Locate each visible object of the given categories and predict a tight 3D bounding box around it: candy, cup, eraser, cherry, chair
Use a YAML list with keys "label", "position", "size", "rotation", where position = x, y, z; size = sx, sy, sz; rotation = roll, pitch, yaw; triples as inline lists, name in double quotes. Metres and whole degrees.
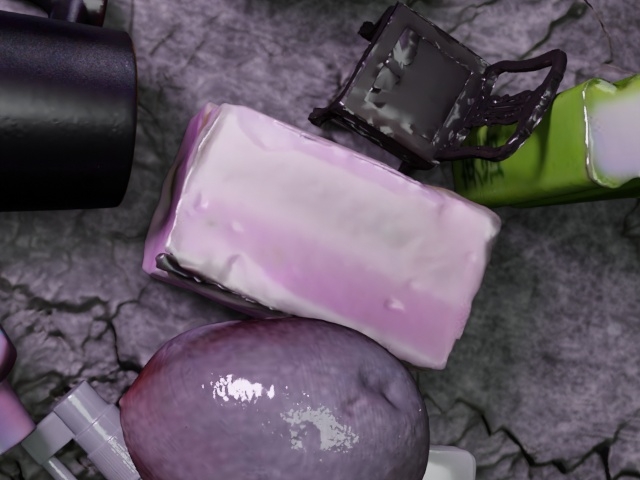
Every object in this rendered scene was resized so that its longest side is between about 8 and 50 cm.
- label: "candy"
  position: [0.000, 0.000, 1.209]
  size: [0.265, 0.116, 0.155]
  rotation: [21, 81, -11]
- label: "cup"
  position: [-0.239, -0.136, 1.137]
  size: [0.177, 0.166, 0.239]
  rotation: [2, 87, -17]
- label: "eraser"
  position: [0.248, -0.077, 1.194]
  size: [0.210, 0.274, 0.092]
  rotation: [-6, 89, -14]
- label: "cherry"
  position: [-0.024, 0.154, 1.115]
  size: [0.266, 0.183, 0.213]
  rotation: [21, 126, -20]
- label: "chair"
  position: [0.090, -0.124, 1.183]
  size: [0.113, 0.229, 0.106]
  rotation: [31, 79, -13]

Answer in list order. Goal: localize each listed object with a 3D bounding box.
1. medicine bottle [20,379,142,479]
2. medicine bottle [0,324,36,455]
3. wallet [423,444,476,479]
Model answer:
- label: "medicine bottle"
  position: [-0.140, 0.214, 1.194]
  size: [0.092, 0.061, 0.220]
  rotation: [-42, 96, 6]
- label: "medicine bottle"
  position: [-0.304, 0.089, 1.139]
  size: [0.119, 0.094, 0.188]
  rotation: [-33, 94, -15]
- label: "wallet"
  position: [0.041, 0.215, 1.249]
  size: [0.190, 0.033, 0.095]
  rotation: [7, 83, -14]
